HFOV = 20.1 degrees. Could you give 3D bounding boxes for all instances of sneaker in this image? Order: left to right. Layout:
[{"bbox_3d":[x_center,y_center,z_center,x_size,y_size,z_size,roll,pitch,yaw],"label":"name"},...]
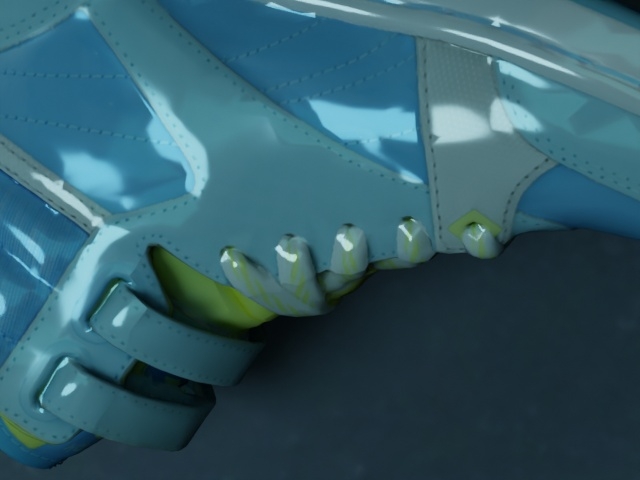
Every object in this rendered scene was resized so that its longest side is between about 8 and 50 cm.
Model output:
[{"bbox_3d":[0.000,0.000,0.593,0.319,0.127,0.208,20,95,15],"label":"sneaker"}]
